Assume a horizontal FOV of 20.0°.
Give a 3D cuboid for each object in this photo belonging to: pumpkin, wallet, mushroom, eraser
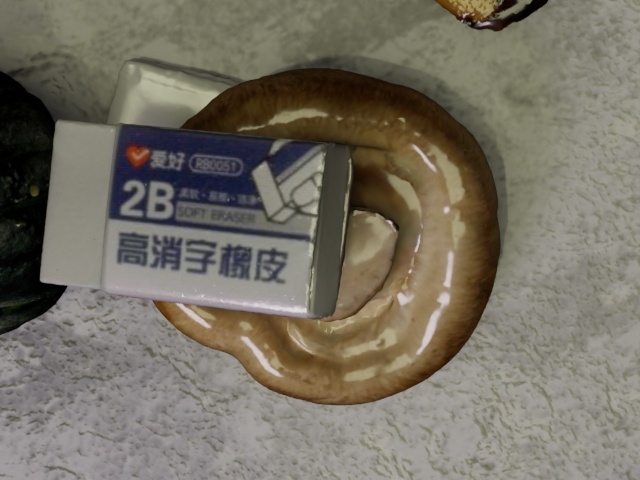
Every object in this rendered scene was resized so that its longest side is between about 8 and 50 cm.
[{"bbox_3d":[-0.279,-0.030,1.385,0.220,0.162,0.220,20,122,35],"label":"pumpkin"},{"bbox_3d":[-0.119,-0.046,1.443,0.124,0.032,0.183,14,102,3],"label":"wallet"},{"bbox_3d":[0.000,0.000,1.373,0.278,0.146,0.278,-1,109,-1],"label":"mushroom"},{"bbox_3d":[-0.089,-0.017,1.285,0.210,0.068,0.124,7,93,19],"label":"eraser"}]

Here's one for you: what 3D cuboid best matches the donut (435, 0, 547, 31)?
[{"bbox_3d":[0.134,-0.228,1.364,0.140,0.059,0.140,1,100,9],"label":"donut"}]
